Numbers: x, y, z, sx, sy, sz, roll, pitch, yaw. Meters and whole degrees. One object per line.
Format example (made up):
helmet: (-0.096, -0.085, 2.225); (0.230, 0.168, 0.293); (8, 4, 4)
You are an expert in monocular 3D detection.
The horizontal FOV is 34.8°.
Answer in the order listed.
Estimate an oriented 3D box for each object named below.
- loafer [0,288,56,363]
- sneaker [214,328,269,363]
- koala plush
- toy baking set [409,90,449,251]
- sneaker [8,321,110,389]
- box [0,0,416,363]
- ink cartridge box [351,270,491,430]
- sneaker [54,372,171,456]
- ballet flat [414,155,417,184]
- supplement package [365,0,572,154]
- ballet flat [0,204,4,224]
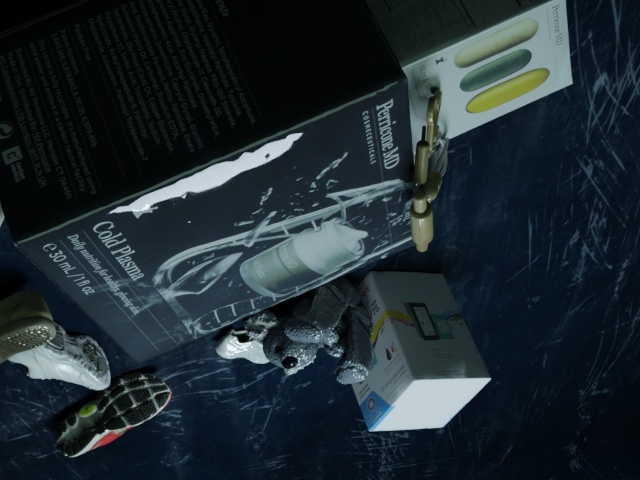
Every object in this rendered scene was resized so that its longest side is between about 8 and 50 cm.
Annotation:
loafer: (-0.564, 0.155, 1.753); (0.269, 0.092, 0.102); (-17, 148, 21)
sneaker: (-0.141, 0.217, 2.116); (0.152, 0.053, 0.061); (10, 132, -38)
koala plush: (-0.026, 0.190, 2.049); (0.221, 0.203, 0.196); (-29, 121, 33)
toy baking set: (0.153, -0.086, 1.386); (0.030, 0.196, 0.256); (10, 153, 12)
sneaker: (-0.490, 0.224, 1.907); (0.115, 0.090, 0.232); (-27, 138, 18)
box: (-0.142, -0.110, 1.369); (0.472, 0.297, 0.480); (-25, 156, -3)
ink cartridge box: (0.179, 0.227, 2.119); (0.197, 0.270, 0.198); (3, 139, -31)
sneaker: (-0.424, 0.359, 2.137); (0.279, 0.107, 0.118); (-28, 165, 14)
ballet flat: (0.149, -0.118, 1.796); (0.068, 0.072, 0.213); (-11, 145, -25)
supplement package: (0.192, -0.293, 1.454); (0.263, 0.198, 0.199); (-24, 147, 3)
ballet flat: (-0.570, 0.047, 1.418); (0.483, 0.182, 0.164); (-48, 157, 13)
